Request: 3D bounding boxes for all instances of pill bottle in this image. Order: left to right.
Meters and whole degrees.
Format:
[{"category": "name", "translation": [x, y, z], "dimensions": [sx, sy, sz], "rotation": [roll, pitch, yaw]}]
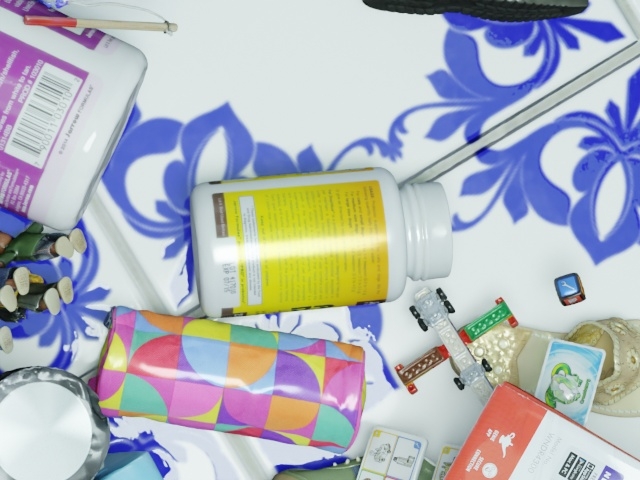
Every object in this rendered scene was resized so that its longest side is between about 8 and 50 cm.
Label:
[{"category": "pill bottle", "translation": [-0.309, -0.140, 1.576], "dimensions": [0.301, 0.169, 0.169], "rotation": [25, 85, -4]}, {"category": "pill bottle", "translation": [0.000, 0.000, 1.626], "dimensions": [0.215, 0.117, 0.117], "rotation": [-5, 88, -6]}]

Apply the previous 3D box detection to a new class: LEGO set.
[{"category": "LEGO set", "translation": [0.144, 0.137, 1.614], "dimensions": [0.182, 0.060, 0.244], "rotation": [12, 77, 22]}]

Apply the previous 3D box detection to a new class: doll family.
[{"category": "doll family", "translation": [-0.279, 0.051, 1.589], "dimensions": [0.111, 0.193, 0.076], "rotation": [1, 114, 31]}]

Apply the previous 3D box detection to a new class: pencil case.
[{"category": "pencil case", "translation": [-0.079, 0.118, 1.624], "dimensions": [0.236, 0.104, 0.104], "rotation": [10, 86, -4]}]

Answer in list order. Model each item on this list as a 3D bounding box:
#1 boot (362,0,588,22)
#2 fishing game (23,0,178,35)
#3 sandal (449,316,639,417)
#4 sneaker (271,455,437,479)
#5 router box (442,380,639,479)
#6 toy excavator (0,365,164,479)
[{"category": "boot", "translation": [0.140, -0.268, 1.679], "dimensions": [0.197, 0.077, 0.137], "rotation": [5, 81, -7]}, {"category": "fishing game", "translation": [-0.200, -0.288, 1.596], "dimensions": [0.189, 0.041, 0.264], "rotation": [1, 60, -31]}, {"category": "sandal", "translation": [0.235, 0.108, 1.663], "dimensions": [0.240, 0.079, 0.088], "rotation": [5, 87, -6]}, {"category": "sneaker", "translation": [0.056, 0.208, 1.654], "dimensions": [0.192, 0.064, 0.086], "rotation": [14, 72, -1]}, {"category": "router box", "translation": [0.189, 0.326, 1.467], "dimensions": [0.301, 0.082, 0.335], "rotation": [29, 88, 14]}, {"category": "toy excavator", "translation": [-0.170, 0.305, 1.548], "dimensions": [0.433, 0.222, 0.445], "rotation": [-28, 95, -24]}]
